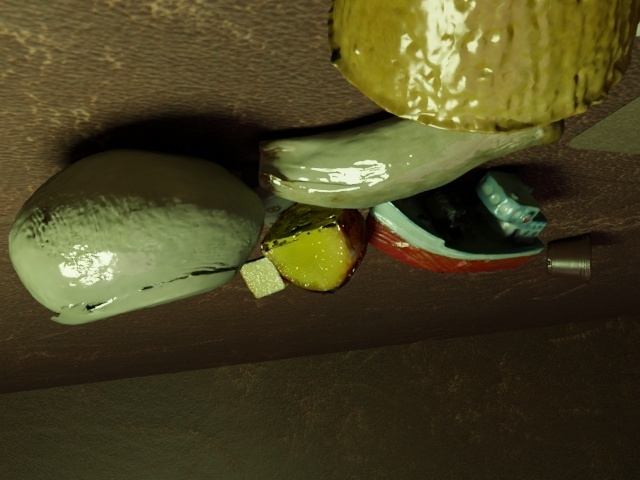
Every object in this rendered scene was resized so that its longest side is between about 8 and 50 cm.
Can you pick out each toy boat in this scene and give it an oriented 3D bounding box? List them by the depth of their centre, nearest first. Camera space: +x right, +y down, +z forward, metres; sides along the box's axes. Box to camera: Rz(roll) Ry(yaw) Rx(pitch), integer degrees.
[{"bbox_3d":[0.201,-0.040,0.914,0.332,0.145,0.133,2,136,-35],"label":"toy boat"}]

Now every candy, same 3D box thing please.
[{"bbox_3d":[-0.206,-0.014,0.728,0.295,0.185,0.295,-20,174,-2],"label":"candy"}]

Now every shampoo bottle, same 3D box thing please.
[{"bbox_3d":[-0.067,-0.059,0.876,0.080,0.040,0.165,-13,162,11],"label":"shampoo bottle"}]

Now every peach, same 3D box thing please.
[{"bbox_3d":[0.001,-0.005,0.847,0.127,0.092,0.172,35,138,-4],"label":"peach"}]

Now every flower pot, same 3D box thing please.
[{"bbox_3d":[0.539,0.040,1.370,0.089,0.111,0.111,0,165,19],"label":"flower pot"}]

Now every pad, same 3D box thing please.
[{"bbox_3d":[0.495,-0.161,0.872,0.266,0.002,0.176,0,161,-25],"label":"pad"}]

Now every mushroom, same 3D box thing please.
[{"bbox_3d":[0.094,-0.110,0.723,0.351,0.095,0.123,-14,138,16],"label":"mushroom"}]

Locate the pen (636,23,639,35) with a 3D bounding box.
[{"bbox_3d":[0.327,-0.210,0.605,0.239,0.028,0.028,-5,162,-8],"label":"pen"}]

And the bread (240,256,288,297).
[{"bbox_3d":[-0.093,0.053,1.249,0.084,0.080,0.109,-18,-165,28],"label":"bread"}]

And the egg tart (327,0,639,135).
[{"bbox_3d":[0.093,-0.178,0.361,0.202,0.202,0.147,-10,150,5],"label":"egg tart"}]
